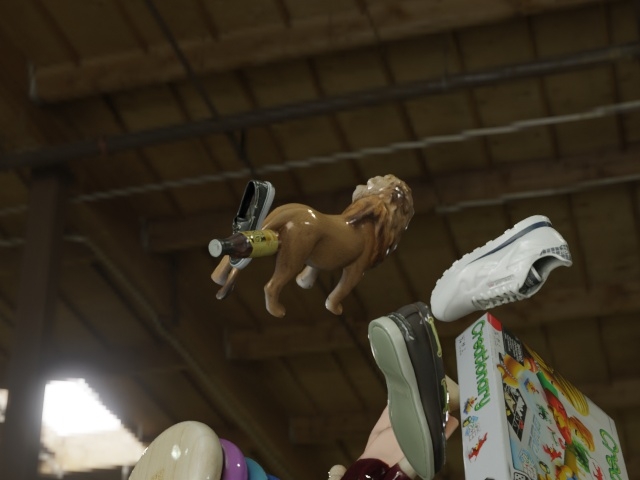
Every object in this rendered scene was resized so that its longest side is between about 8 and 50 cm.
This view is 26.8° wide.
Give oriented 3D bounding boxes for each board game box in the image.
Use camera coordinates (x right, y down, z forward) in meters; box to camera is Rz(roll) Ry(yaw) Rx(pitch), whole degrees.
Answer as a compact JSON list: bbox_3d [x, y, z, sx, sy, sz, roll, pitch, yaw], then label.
[{"bbox_3d":[0.214,0.216,1.250,0.193,0.305,0.053,40,-67,-17],"label":"board game box"}]

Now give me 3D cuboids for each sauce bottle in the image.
[{"bbox_3d":[-0.110,0.007,1.970,0.042,0.042,0.128,-25,-11,36],"label":"sauce bottle"}]

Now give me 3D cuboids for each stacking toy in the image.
[{"bbox_3d":[-0.041,0.318,1.401,0.330,0.141,0.141,34,-44,-27],"label":"stacking toy"}]

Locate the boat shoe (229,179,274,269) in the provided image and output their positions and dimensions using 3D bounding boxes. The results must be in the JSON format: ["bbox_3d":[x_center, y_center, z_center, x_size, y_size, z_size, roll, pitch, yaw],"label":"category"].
[{"bbox_3d":[-0.115,-0.027,2.056,0.040,0.142,0.049,20,1,-41],"label":"boat shoe"}]

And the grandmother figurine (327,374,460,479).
[{"bbox_3d":[0.075,0.311,1.753,0.104,0.342,0.208,41,-38,-2],"label":"grandmother figurine"}]

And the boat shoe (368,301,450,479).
[{"bbox_3d":[0.119,0.178,1.564,0.069,0.081,0.227,-27,-60,-24],"label":"boat shoe"}]

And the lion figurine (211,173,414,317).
[{"bbox_3d":[0.000,0.000,2.213,0.392,0.142,0.240,-6,-47,-58],"label":"lion figurine"}]

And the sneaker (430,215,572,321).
[{"bbox_3d":[0.275,0.061,2.073,0.235,0.094,0.090,-38,-35,14],"label":"sneaker"}]
